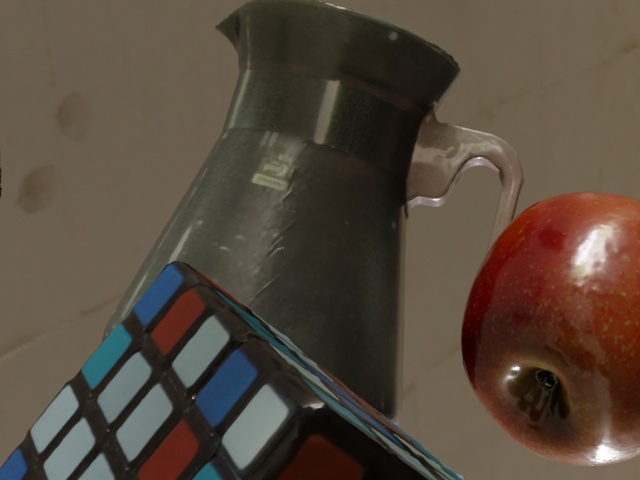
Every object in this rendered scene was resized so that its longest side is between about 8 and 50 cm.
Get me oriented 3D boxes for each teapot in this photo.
[{"bbox_3d":[0.000,0.000,1.101,0.253,0.300,0.344,59,-133,-81],"label":"teapot"}]

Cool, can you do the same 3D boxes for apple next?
[{"bbox_3d":[0.184,0.059,0.924,0.168,0.181,0.181,-41,-49,-37],"label":"apple"}]

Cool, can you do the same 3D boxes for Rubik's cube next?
[{"bbox_3d":[-0.027,0.146,0.540,0.182,0.187,0.184,38,-93,-27],"label":"Rubik's cube"}]

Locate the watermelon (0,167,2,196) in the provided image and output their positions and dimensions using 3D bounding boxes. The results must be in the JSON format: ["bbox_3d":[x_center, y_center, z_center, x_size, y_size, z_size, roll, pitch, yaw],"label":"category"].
[{"bbox_3d":[-0.129,-0.055,0.415,0.061,0.085,0.085,-49,-44,-42],"label":"watermelon"}]
